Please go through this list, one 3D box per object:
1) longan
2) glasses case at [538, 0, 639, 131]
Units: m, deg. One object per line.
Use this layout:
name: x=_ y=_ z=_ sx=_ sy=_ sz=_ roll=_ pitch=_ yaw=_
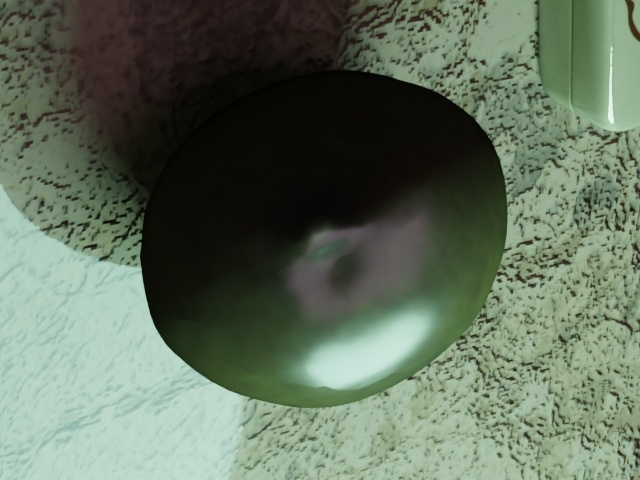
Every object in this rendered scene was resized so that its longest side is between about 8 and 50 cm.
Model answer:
longan: x=0.000 y=0.000 z=1.094 sx=0.220 sy=0.196 sz=0.197 roll=-30 pitch=130 yaw=-18
glasses case: x=0.211 y=-0.241 z=1.196 sx=0.144 sy=0.076 sz=0.336 roll=-24 pitch=128 yaw=-26
